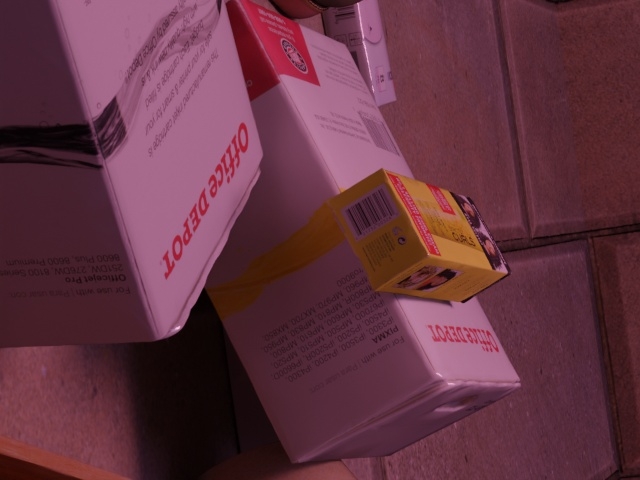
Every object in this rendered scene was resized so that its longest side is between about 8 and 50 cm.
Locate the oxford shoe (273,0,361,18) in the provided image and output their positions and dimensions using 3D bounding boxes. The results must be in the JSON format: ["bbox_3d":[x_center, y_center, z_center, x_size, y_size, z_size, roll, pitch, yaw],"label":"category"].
[{"bbox_3d":[-0.027,-0.350,1.967,0.397,0.146,0.141,24,60,-66],"label":"oxford shoe"}]

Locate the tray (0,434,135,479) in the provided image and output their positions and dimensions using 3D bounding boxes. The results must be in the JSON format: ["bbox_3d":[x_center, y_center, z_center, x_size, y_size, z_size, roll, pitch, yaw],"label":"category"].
[{"bbox_3d":[-0.201,0.352,1.263,0.203,0.076,0.411,27,54,-45],"label":"tray"}]

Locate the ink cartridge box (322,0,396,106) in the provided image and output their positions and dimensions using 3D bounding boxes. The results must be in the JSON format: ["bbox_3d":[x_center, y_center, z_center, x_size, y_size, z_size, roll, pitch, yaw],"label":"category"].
[{"bbox_3d":[0.065,-0.265,2.326,0.232,0.066,0.189,-26,107,-65],"label":"ink cartridge box"}]

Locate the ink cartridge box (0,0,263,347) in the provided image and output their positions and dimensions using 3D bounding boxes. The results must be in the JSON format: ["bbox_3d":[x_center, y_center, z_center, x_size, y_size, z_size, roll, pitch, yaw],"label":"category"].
[{"bbox_3d":[-0.191,-0.156,1.383,0.285,0.166,0.395,-64,146,-55],"label":"ink cartridge box"}]

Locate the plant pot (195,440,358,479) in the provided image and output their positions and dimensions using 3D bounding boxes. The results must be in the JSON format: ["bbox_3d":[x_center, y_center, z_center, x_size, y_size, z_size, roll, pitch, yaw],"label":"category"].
[{"bbox_3d":[-0.010,0.323,1.664,0.256,0.256,0.274,30,37,-65],"label":"plant pot"}]

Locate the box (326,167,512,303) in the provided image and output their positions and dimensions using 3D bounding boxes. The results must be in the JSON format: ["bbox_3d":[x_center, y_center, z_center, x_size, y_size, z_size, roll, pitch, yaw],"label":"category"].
[{"bbox_3d":[0.086,-0.001,1.556,0.087,0.058,0.232,63,18,15],"label":"box"}]

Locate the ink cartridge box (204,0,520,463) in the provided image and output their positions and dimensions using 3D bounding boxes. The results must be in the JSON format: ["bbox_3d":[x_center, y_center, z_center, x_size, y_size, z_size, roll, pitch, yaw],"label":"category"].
[{"bbox_3d":[0.000,0.000,1.704,0.385,0.160,0.279,62,16,14],"label":"ink cartridge box"}]

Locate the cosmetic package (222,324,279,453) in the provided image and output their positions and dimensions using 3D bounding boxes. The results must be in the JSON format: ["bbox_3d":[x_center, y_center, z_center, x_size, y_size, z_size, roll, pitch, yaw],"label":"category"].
[{"bbox_3d":[-0.045,0.141,1.856,0.099,0.060,0.239,-9,91,-69],"label":"cosmetic package"}]
